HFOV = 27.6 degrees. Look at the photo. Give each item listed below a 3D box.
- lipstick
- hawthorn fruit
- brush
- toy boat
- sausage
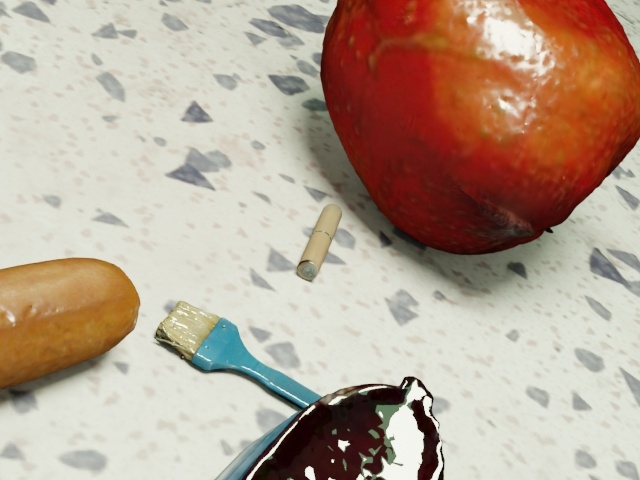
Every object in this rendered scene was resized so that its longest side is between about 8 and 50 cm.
[{"bbox_3d":[0.000,0.000,1.066,0.019,0.019,0.094,27,34,-2],"label":"lipstick"},{"bbox_3d":[0.121,-0.141,1.116,0.307,0.265,0.265,46,35,0],"label":"hawthorn fruit"},{"bbox_3d":[-0.039,0.095,0.918,0.164,0.014,0.051,31,35,3],"label":"brush"},{"bbox_3d":[-0.023,0.190,0.703,0.129,0.142,0.309,35,51,4],"label":"toy boat"},{"bbox_3d":[-0.194,0.054,0.808,0.197,0.076,0.076,-14,52,-47],"label":"sausage"}]
